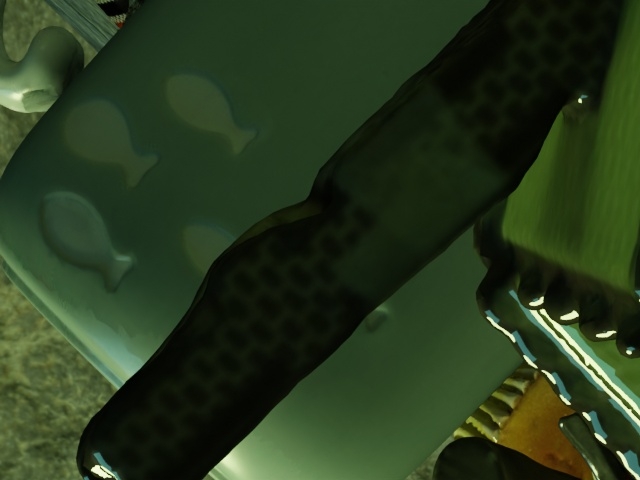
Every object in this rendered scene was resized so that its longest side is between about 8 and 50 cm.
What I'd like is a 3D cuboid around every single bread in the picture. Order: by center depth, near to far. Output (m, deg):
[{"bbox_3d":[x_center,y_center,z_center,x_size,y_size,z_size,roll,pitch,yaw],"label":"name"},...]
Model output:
[{"bbox_3d":[0.231,0.197,1.501,0.250,0.179,0.133,45,170,-16],"label":"bread"}]

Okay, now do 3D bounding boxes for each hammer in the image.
[{"bbox_3d":[0.150,0.158,1.046,0.168,0.044,0.440,68,-165,18],"label":"hammer"}]

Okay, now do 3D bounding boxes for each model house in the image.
[{"bbox_3d":[0.098,0.009,0.408,0.218,0.279,0.205,45,176,-7],"label":"model house"}]

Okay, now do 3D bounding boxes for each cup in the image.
[{"bbox_3d":[-0.032,-0.057,0.886,0.356,0.274,0.259,41,174,13],"label":"cup"}]

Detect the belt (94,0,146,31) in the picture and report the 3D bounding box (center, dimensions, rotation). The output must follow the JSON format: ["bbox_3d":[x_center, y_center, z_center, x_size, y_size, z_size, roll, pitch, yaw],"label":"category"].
[{"bbox_3d":[-0.105,-0.181,1.395,0.094,0.126,0.359,35,-176,-18],"label":"belt"}]

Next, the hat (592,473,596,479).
[{"bbox_3d":[0.233,0.144,1.291,0.226,0.164,0.219,24,-174,-32],"label":"hat"}]

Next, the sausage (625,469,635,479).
[{"bbox_3d":[0.266,0.156,1.002,0.152,0.152,0.279,45,180,-20],"label":"sausage"}]
